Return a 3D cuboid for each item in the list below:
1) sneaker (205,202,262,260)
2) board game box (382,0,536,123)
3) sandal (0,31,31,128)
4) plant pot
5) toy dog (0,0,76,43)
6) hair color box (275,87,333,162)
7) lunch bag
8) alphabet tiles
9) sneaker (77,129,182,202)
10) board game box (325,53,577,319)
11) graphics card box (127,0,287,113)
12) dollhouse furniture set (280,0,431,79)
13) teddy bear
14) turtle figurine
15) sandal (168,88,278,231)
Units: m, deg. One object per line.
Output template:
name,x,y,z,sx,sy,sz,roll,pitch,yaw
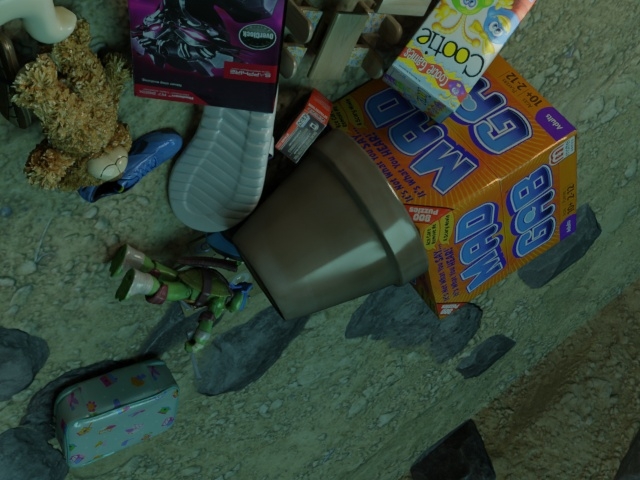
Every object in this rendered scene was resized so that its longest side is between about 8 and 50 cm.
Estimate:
sneaker,-0.076,-0.008,2.165,0.340,0.125,0.139,-4,168,-21
board game box,0.255,-0.372,1.919,0.275,0.142,0.144,-54,-178,-4
sandal,-0.461,-0.242,1.594,0.049,0.072,0.180,-41,150,-35
plant pot,0.000,0.000,1.975,0.280,0.323,0.323,-34,147,-7
toy dog,-0.469,-0.344,1.257,0.395,0.285,0.408,-2,136,-41
hair color box,-0.028,-0.215,1.950,0.093,0.053,0.167,-50,-170,19
lunch bag,-0.458,0.385,2.334,0.279,0.108,0.224,-17,148,-25
alphabet tiles,-0.159,0.038,2.273,0.342,0.011,0.285,-28,146,-13
sneaker,-0.327,-0.124,1.847,0.209,0.082,0.069,-26,144,-19
board game box,0.268,-0.137,2.133,0.356,0.356,0.356,-32,147,-8
graphics card box,-0.166,-0.343,1.564,0.232,0.094,0.371,8,148,-3
dollhouse furniture set,0.062,-0.368,1.830,0.212,0.161,0.242,-7,137,-39
teddy bear,-0.373,-0.193,1.642,0.245,0.113,0.338,-59,160,-44
turtle figurine,-0.295,0.132,2.069,0.266,0.198,0.274,25,143,-32
sandal,-0.156,-0.173,1.915,0.416,0.169,0.102,-62,-178,42
